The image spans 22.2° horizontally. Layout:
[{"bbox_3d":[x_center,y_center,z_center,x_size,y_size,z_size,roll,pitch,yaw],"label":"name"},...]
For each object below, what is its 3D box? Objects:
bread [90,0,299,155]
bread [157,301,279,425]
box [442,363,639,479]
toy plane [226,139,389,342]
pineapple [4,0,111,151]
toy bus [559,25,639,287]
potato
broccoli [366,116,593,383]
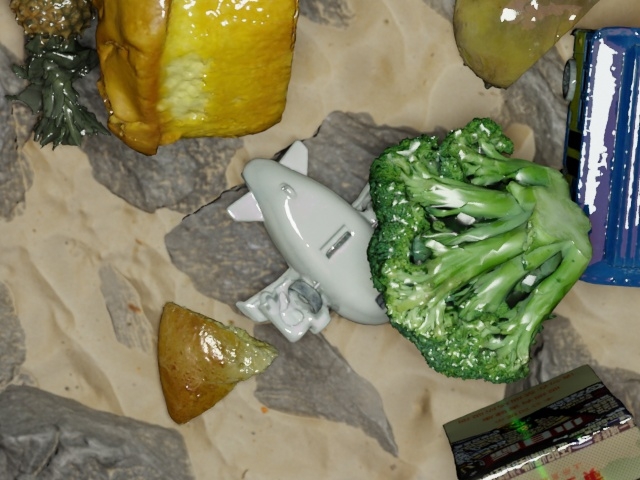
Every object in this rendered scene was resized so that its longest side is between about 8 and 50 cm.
[{"bbox_3d":[-0.138,-0.286,1.758,0.215,0.398,0.398,1,98,-8],"label":"bread"},{"bbox_3d":[-0.146,0.130,1.965,0.154,0.054,0.136,-34,94,1],"label":"bread"},{"bbox_3d":[0.253,0.239,1.855,0.198,0.310,0.084,-23,95,3],"label":"box"},{"bbox_3d":[0.001,0.000,1.917,0.252,0.118,0.252,1,85,-14],"label":"toy plane"},{"bbox_3d":[-0.309,-0.227,1.893,0.125,0.125,0.251,-2,108,-1],"label":"pineapple"},{"bbox_3d":[0.352,-0.099,1.878,0.138,0.175,0.287,4,97,-3],"label":"toy bus"},{"bbox_3d":[0.248,-0.295,1.891,0.138,0.098,0.243,44,94,-4],"label":"potato"},{"bbox_3d":[0.174,0.014,1.800,0.245,0.265,0.294,-34,72,34],"label":"broccoli"}]
